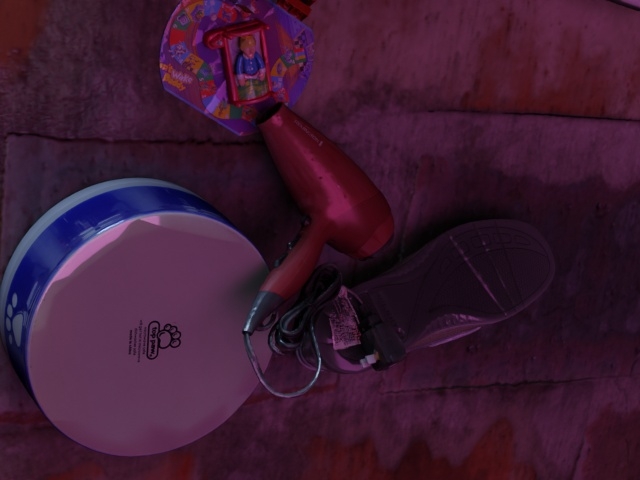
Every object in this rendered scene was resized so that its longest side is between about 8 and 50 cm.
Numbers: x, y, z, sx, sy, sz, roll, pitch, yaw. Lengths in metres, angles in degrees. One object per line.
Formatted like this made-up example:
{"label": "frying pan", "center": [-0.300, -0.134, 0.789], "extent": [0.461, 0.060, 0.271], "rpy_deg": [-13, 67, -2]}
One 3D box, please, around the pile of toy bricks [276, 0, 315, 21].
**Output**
{"label": "pile of toy bricks", "center": [-0.050, -0.312, 1.166], "extent": [0.212, 0.118, 0.105], "rpy_deg": [33, 63, -18]}

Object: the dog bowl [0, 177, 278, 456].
{"label": "dog bowl", "center": [-0.179, 0.078, 1.237], "extent": [0.265, 0.104, 0.265], "rpy_deg": [-11, 114, -24]}

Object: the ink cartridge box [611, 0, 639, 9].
{"label": "ink cartridge box", "center": [0.321, -0.340, 1.350], "extent": [0.203, 0.086, 0.148], "rpy_deg": [12, 103, -30]}

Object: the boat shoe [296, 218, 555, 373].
{"label": "boat shoe", "center": [0.121, 0.066, 1.405], "extent": [0.320, 0.103, 0.118], "rpy_deg": [-25, 88, -22]}

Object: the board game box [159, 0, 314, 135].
{"label": "board game box", "center": [-0.076, -0.179, 1.232], "extent": [0.168, 0.033, 0.133], "rpy_deg": [31, 93, -33]}

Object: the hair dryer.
{"label": "hair dryer", "center": [0.000, 0.000, 1.235], "extent": [0.223, 0.080, 0.293], "rpy_deg": [-1, 73, -54]}
